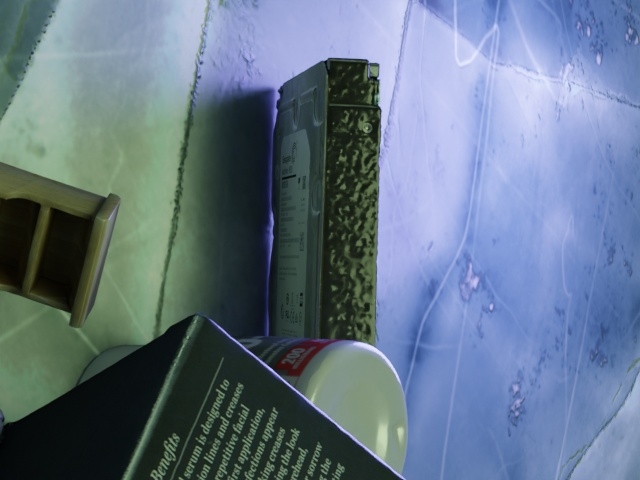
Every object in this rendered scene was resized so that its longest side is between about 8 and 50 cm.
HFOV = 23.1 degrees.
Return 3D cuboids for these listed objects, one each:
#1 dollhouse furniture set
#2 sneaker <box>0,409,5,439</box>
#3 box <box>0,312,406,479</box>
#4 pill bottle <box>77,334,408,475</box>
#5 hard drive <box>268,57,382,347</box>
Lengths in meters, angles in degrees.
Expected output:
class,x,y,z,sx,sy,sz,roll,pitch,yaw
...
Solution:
class,x,y,z,sx,sy,sz,roll,pitch,yaw
dollhouse furniture set,-0.266,0.040,1.161,0.242,0.161,0.212,-72,180,-59
sneaker,-0.355,0.212,1.208,0.110,0.107,0.275,41,52,-22
box,-0.070,0.292,1.212,0.395,0.293,0.212,41,44,-20
pill bottle,-0.078,0.164,1.397,0.161,0.283,0.161,0,90,-53
hard drive,0.000,0.000,1.561,0.064,0.237,0.339,3,89,-13
